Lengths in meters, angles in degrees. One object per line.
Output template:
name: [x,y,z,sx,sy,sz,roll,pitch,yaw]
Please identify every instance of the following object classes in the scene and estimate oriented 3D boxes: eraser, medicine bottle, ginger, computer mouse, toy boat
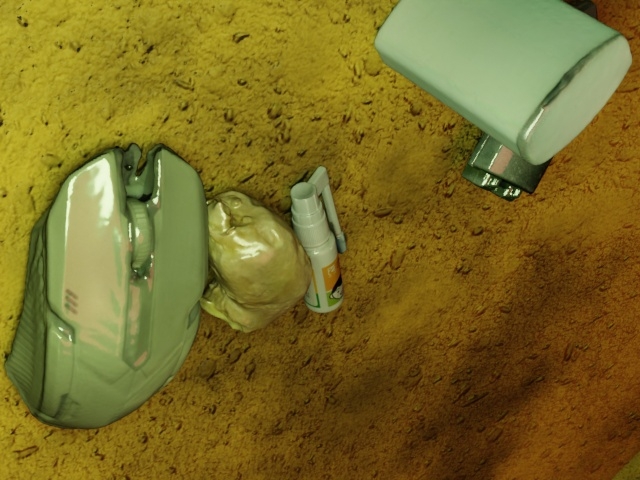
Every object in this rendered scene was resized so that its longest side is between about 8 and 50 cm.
eraser: [0.224,-0.238,1.493,0.189,0.290,0.104,-47,142,-1]
medicine bottle: [0.000,0.000,1.682,0.092,0.061,0.220,-52,148,-34]
ginger: [-0.089,0.031,1.563,0.152,0.138,0.267,-23,140,-19]
computer mouse: [-0.250,0.086,1.458,0.228,0.145,0.429,-7,126,-35]
toy boat: [0.327,-0.214,1.770,0.141,0.092,0.319,20,101,-48]
